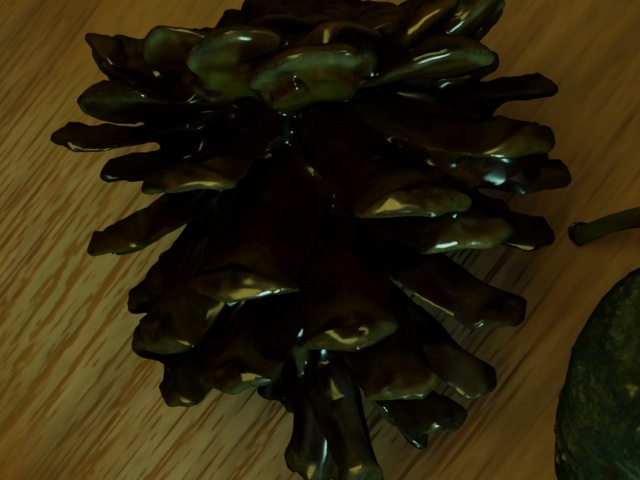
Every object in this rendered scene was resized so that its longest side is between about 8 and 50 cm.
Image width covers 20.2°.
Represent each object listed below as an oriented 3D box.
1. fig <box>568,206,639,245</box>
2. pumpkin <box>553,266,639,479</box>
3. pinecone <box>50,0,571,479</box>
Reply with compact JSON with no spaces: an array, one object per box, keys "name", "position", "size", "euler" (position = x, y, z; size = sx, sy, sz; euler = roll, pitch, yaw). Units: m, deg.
[{"name":"fig","position":[0.289,-0.015,1.315],"size":[0.236,0.124,0.124],"euler":[3,77,28]},{"name":"pumpkin","position":[0.310,0.138,1.151],"size":[0.328,0.291,0.257],"euler":[-10,36,-11]},{"name":"pinecone","position":[0.000,0.000,1.264],"size":[0.385,0.384,0.384],"euler":[-3,76,14]}]
